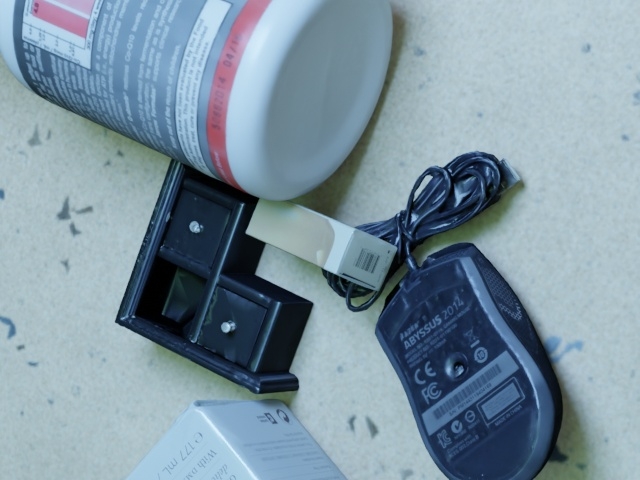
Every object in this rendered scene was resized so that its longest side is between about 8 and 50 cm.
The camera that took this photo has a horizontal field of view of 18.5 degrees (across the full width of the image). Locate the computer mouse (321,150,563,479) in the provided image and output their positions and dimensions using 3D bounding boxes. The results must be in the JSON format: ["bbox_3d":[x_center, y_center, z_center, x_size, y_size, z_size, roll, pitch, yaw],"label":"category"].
[{"bbox_3d":[0.123,0.080,1.585,0.188,0.072,0.272,-35,61,25],"label":"computer mouse"}]

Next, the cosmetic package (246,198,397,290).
[{"bbox_3d":[0.000,0.000,1.614,0.115,0.060,0.041,23,90,45],"label":"cosmetic package"}]

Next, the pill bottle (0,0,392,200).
[{"bbox_3d":[-0.139,-0.190,1.646,0.363,0.210,0.210,25,101,26],"label":"pill bottle"}]

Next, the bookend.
[{"bbox_3d":[-0.073,0.029,1.684,0.157,0.072,0.156,25,101,26],"label":"bookend"}]

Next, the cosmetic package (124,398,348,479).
[{"bbox_3d":[-0.016,0.338,1.600,0.217,0.156,0.385,-49,67,17],"label":"cosmetic package"}]
